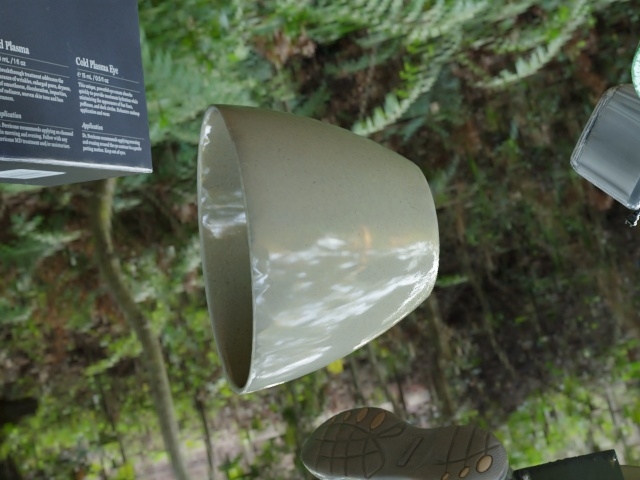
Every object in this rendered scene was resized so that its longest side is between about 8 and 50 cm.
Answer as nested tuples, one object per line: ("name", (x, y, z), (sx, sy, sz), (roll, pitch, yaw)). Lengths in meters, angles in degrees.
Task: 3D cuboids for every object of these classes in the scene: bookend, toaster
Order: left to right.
("bookend", (0.153, 0.233, 0.937), (0.157, 0.072, 0.156), (-28, 160, 38))
("toaster", (0.521, -0.155, 1.897), (0.129, 0.146, 0.227), (-10, 130, -50))

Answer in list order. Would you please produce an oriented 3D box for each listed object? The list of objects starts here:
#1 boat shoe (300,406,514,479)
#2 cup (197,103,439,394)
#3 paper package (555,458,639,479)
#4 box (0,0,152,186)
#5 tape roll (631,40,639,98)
("boat shoe", (0.112, 0.320, 1.520), (0.355, 0.130, 0.132), (2, -141, 50))
("cup", (0.000, 0.000, 1.322), (0.236, 0.331, 0.331), (-5, 169, -14))
("paper package", (0.448, 0.458, 1.482), (0.324, 0.310, 0.168), (6, -168, 3))
("box", (-0.385, -0.236, 1.430), (0.178, 0.313, 0.343), (-5, 178, 24))
("tape roll", (0.575, -0.217, 1.487), (0.321, 0.077, 0.321), (23, 161, 8))
